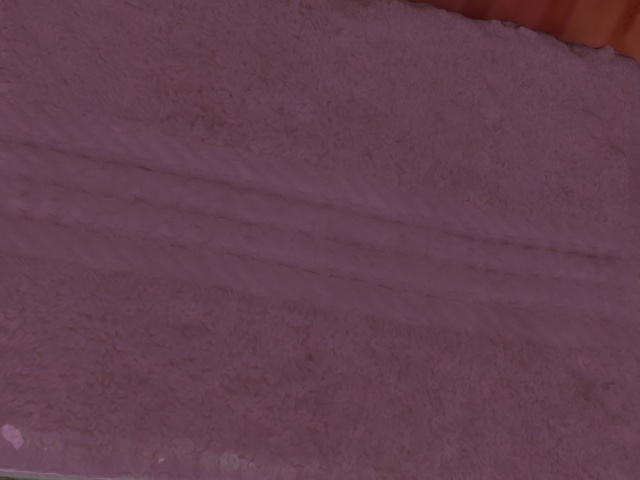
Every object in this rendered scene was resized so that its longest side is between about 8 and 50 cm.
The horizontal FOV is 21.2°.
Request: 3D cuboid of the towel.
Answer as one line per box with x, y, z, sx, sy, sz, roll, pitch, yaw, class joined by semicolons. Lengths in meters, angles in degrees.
0.000;0.000;0.542;0.282;0.049;0.187;12;64;-30;towel
